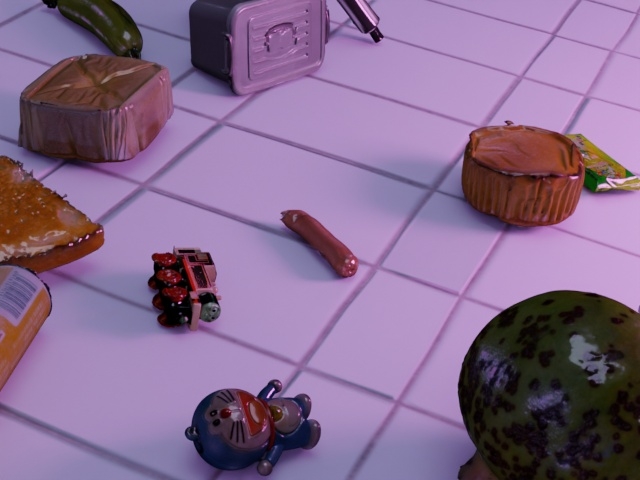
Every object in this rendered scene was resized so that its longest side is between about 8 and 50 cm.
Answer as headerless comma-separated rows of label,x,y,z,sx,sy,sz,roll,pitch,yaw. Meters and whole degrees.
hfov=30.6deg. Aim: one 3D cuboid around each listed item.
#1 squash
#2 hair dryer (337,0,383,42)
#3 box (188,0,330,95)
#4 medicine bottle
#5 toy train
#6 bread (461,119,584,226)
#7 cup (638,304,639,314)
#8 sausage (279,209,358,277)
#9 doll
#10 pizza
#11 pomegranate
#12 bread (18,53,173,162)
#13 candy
squash,-0.395,-0.399,2.105,0.080,0.071,0.318,-20,42,-35
hair dryer,-0.032,-0.455,2.177,0.320,0.284,0.155,-22,15,16
box,-0.113,-0.364,2.049,0.135,0.163,0.243,24,37,38
medicine bottle,-0.392,0.174,1.208,0.108,0.108,0.426,11,31,5
toy train,-0.168,0.061,1.474,0.087,0.050,0.138,-1,34,-19
bread,0.305,-0.097,1.773,0.199,0.104,0.199,3,30,-2
cup,0.446,0.149,1.430,0.142,0.173,0.134,30,7,32
sausage,0.000,0.000,1.615,0.042,0.036,0.158,25,13,-49
doll,-0.076,0.200,1.254,0.152,0.085,0.114,1,51,-30
pizza,-0.453,-0.016,1.495,0.324,0.089,0.223,-7,42,-25
pomegranate,0.254,0.183,1.229,0.254,0.270,0.254,43,17,-16
bread,-0.340,-0.198,1.779,0.192,0.109,0.210,8,32,12
candy,0.440,-0.125,1.908,0.102,0.032,0.178,-11,37,-27
